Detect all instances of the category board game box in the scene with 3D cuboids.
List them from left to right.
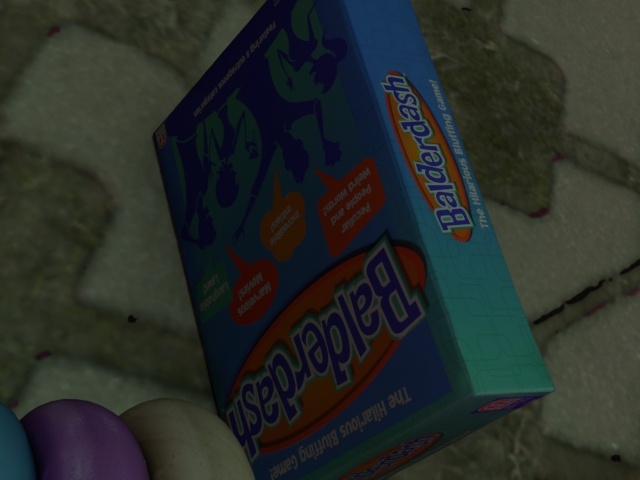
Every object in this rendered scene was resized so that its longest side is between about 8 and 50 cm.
[{"bbox_3d":[0.000,0.000,0.485,0.047,0.160,0.210,3,60,-38],"label":"board game box"}]

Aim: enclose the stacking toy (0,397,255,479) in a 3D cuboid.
[{"bbox_3d":[-0.185,0.089,0.295,0.330,0.141,0.141,15,53,-28],"label":"stacking toy"}]
